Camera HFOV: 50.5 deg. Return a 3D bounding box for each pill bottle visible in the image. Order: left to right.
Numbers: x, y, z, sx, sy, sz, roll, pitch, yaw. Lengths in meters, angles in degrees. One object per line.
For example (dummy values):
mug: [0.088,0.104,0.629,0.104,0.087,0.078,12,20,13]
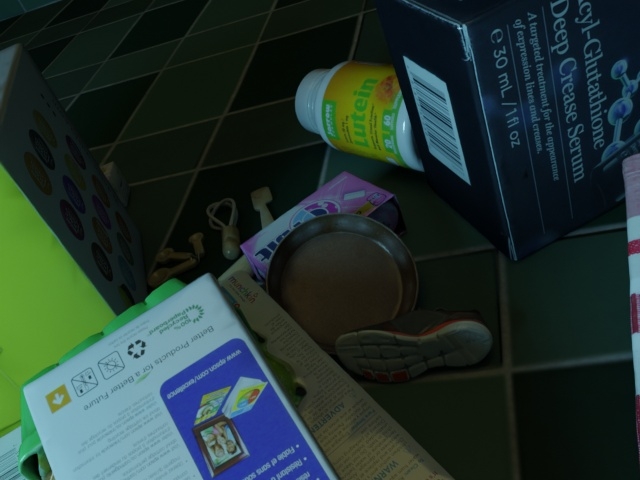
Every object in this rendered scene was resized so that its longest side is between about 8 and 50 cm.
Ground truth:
pill bottle: [0.078,-0.187,0.982,0.136,0.136,0.245,-43,40,-23]

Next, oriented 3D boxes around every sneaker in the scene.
sneaker: [0.095,0.101,0.694,0.157,0.061,0.065,-6,24,13]

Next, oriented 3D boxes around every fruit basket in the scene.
fruit basket: [-0.110,0.213,0.615,0.327,0.165,0.353,-37,54,-16]

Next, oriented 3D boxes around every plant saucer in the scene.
plant saucer: [0.024,0.049,0.757,0.168,0.029,0.168,0,65,-1]

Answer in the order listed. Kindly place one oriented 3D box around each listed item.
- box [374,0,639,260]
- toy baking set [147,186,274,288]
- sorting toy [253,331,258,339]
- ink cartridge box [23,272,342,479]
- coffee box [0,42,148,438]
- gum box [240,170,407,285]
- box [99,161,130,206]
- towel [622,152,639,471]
box: [0.302,-0.219,0.763,0.395,0.294,0.212,-29,37,-5]
toy baking set: [-0.139,0.004,0.956,0.256,0.030,0.196,-42,39,-22]
sorting toy: [-0.117,0.085,0.805,0.083,0.075,0.045,0,43,29]
ink cartridge box: [-0.064,0.206,0.476,0.175,0.069,0.371,-32,56,-9]
coffee box: [-0.442,0.021,0.847,0.338,0.338,0.334,-25,37,-2]
gum box: [0.000,0.000,0.855,0.188,0.062,0.107,-37,38,-16]
box: [-0.493,-0.043,1.187,0.324,0.063,0.067,-20,35,6]
towel: [0.354,0.068,0.490,0.237,0.037,0.329,-4,64,26]
